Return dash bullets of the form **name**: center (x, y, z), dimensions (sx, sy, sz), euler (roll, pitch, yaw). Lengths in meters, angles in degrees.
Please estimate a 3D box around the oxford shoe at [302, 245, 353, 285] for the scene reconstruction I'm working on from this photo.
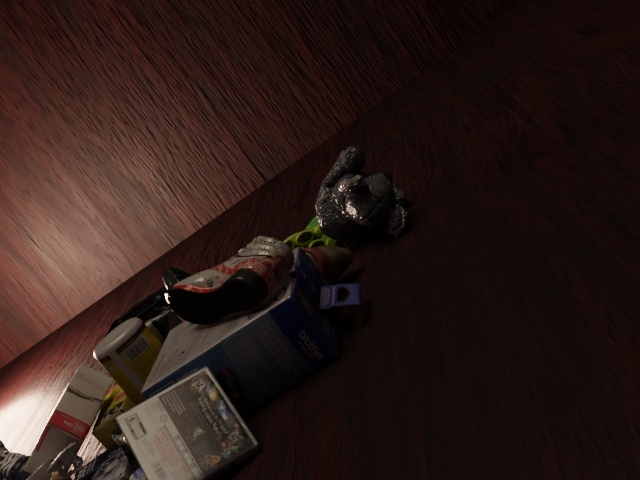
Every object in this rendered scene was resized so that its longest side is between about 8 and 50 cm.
- **oxford shoe**: center (-0.061, 0.100, 1.860), dimensions (0.130, 0.123, 0.348), euler (-13, -7, -42)

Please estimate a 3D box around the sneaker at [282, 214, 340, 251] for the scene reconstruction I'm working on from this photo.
- **sneaker**: center (0.000, 0.000, 2.045), dimensions (0.295, 0.109, 0.123), euler (-43, -8, -19)

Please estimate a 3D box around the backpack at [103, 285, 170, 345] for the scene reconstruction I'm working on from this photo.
- **backpack**: center (-0.377, 0.218, 2.009), dimensions (0.253, 0.191, 0.225), euler (-30, 11, -15)

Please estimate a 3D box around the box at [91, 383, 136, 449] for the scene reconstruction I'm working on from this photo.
- **box**: center (-0.452, 0.382, 1.936), dimensions (0.087, 0.058, 0.232), euler (-38, 13, 5)

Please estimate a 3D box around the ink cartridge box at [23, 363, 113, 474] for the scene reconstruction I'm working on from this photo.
- **ink cartridge box**: center (-0.557, 0.406, 1.898), dimensions (0.159, 0.092, 0.218), euler (-58, 12, 27)

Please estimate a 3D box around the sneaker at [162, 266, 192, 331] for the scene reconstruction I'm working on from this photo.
- **sneaker**: center (-0.287, 0.178, 1.840), dimensions (0.130, 0.109, 0.286), euler (-43, 56, 15)

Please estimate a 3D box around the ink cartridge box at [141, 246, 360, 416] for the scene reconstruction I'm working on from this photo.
- **ink cartridge box**: center (-0.112, 0.174, 1.578), dimensions (0.395, 0.151, 0.270), euler (-35, 14, 13)

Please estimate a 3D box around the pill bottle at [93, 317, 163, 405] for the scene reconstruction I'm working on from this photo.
- **pill bottle**: center (-0.345, 0.268, 1.712), dimensions (0.117, 0.215, 0.117), euler (-34, 14, 10)

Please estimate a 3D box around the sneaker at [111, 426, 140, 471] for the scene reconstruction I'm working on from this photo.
- **sneaker**: center (-0.299, 0.365, 1.497), dimensions (0.078, 0.106, 0.234), euler (-34, 5, -26)

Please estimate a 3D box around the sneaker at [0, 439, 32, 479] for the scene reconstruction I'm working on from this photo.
- **sneaker**: center (-0.739, 0.518, 1.996), dimensions (0.282, 0.153, 0.099), euler (-21, 21, 48)

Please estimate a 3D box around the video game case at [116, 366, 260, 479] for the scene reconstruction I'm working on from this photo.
- **video game case**: center (-0.215, 0.310, 1.369), dimensions (0.173, 0.022, 0.190), euler (-29, 47, -16)

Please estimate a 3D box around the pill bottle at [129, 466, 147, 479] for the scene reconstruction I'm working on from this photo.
- **pill bottle**: center (-0.259, 0.389, 1.382), dimensions (0.137, 0.078, 0.078), euler (-41, 14, -17)

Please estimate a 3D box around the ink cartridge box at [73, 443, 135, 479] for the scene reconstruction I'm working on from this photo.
- **ink cartridge box**: center (-0.430, 0.471, 1.613), dimensions (0.208, 0.045, 0.206), euler (-38, 13, 2)

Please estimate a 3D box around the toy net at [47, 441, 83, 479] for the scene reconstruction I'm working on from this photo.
- **toy net**: center (-0.496, 0.470, 1.631), dimensions (0.232, 0.045, 0.122), euler (-56, -15, 25)

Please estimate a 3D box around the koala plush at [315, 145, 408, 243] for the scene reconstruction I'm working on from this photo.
- **koala plush**: center (0.099, -0.083, 1.877), dimensions (0.203, 0.196, 0.221), euler (-51, 16, -8)

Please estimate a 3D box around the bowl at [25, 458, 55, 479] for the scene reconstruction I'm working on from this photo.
- **bowl**: center (-0.580, 0.521, 1.736), dimensions (0.142, 0.053, 0.142), euler (-43, -9, -27)

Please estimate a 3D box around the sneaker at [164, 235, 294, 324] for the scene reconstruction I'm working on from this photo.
- **sneaker**: center (-0.161, 0.070, 1.557), dimensions (0.270, 0.090, 0.145), euler (-16, 24, 46)
